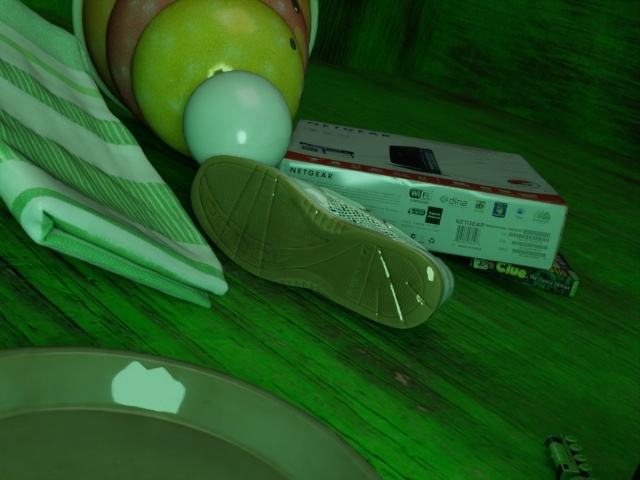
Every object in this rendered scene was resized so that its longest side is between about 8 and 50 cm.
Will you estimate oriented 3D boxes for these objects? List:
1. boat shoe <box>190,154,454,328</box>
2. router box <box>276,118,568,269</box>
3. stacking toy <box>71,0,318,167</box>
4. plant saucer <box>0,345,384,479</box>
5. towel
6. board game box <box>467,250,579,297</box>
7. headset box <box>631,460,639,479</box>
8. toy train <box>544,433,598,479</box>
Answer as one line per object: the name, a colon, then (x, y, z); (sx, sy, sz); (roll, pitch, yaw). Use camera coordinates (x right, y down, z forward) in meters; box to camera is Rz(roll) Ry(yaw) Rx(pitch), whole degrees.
boat shoe: (0.000, 0.000, 0.792); (0.277, 0.098, 0.096); (29, 15, 21)
router box: (0.116, -0.072, 1.073); (0.335, 0.082, 0.301); (9, 17, -1)
stacking toy: (-0.127, -0.205, 1.022); (0.350, 0.351, 0.480); (9, 31, -23)
plant saucer: (-0.089, 0.131, 0.376); (0.277, 0.041, 0.278); (16, 17, -5)
towel: (-0.207, -0.100, 0.639); (0.325, 0.038, 0.248); (56, 10, 25)
board game box: (0.257, 0.004, 1.120); (0.136, 0.030, 0.260); (14, 17, 0)
headset box: (0.206, 0.163, 0.245); (0.110, 0.218, 0.293); (6, 21, -30)
toy train: (0.175, 0.160, 0.571); (0.023, 0.017, 0.083); (5, 17, 0)
